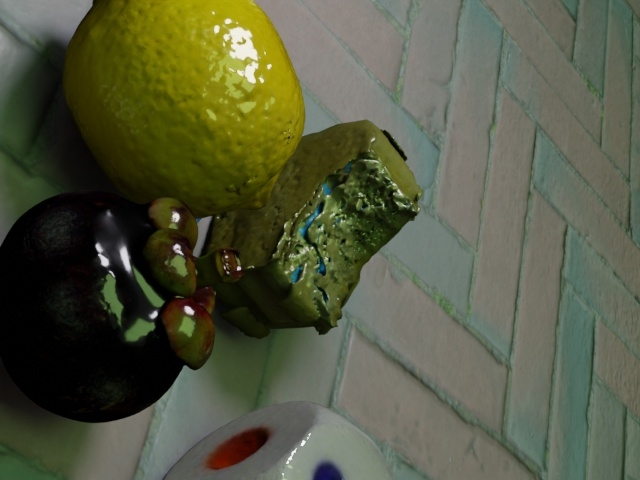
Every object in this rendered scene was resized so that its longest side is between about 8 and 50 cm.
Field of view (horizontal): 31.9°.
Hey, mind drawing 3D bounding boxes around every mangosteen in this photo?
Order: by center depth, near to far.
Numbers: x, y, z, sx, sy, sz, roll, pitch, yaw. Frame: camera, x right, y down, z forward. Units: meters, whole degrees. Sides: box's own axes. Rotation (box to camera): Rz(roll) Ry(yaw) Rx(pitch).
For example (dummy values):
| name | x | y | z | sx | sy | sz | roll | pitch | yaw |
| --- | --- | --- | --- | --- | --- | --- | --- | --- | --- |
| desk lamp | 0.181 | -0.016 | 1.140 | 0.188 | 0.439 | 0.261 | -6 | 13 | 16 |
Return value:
| name | x | y | z | sx | sy | sz | roll | pitch | yaw |
| --- | --- | --- | --- | --- | --- | --- | --- | --- | --- |
| mangosteen | -0.235 | 0.067 | 1.313 | 0.275 | 0.302 | 0.275 | -16 | 90 | -81 |

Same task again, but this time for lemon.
| name | x | y | z | sx | sy | sz | roll | pitch | yaw |
| --- | --- | --- | --- | --- | --- | --- | --- | --- | --- |
| lemon | -0.179 | -0.193 | 1.485 | 0.336 | 0.336 | 0.336 | 25 | 57 | -45 |

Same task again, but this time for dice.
| name | x | y | z | sx | sy | sz | roll | pitch | yaw |
| --- | --- | --- | --- | --- | --- | --- | --- | --- | --- |
| dice | -0.050 | 0.372 | 1.454 | 0.243 | 0.259 | 0.251 | -41 | 106 | -46 |

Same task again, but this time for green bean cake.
| name | x | y | z | sx | sy | sz | roll | pitch | yaw |
| --- | --- | --- | --- | --- | --- | --- | --- | --- | --- |
| green bean cake | 0.000 | 0.000 | 1.662 | 0.202 | 0.285 | 0.310 | 49 | 43 | -35 |

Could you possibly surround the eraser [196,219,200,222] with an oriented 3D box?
| name | x | y | z | sx | sy | sz | roll | pitch | yaw |
| --- | --- | --- | --- | --- | --- | --- | --- | --- | --- |
| eraser | -0.203 | -0.064 | 1.637 | 0.084 | 0.027 | 0.063 | 58 | 37 | -18 |
